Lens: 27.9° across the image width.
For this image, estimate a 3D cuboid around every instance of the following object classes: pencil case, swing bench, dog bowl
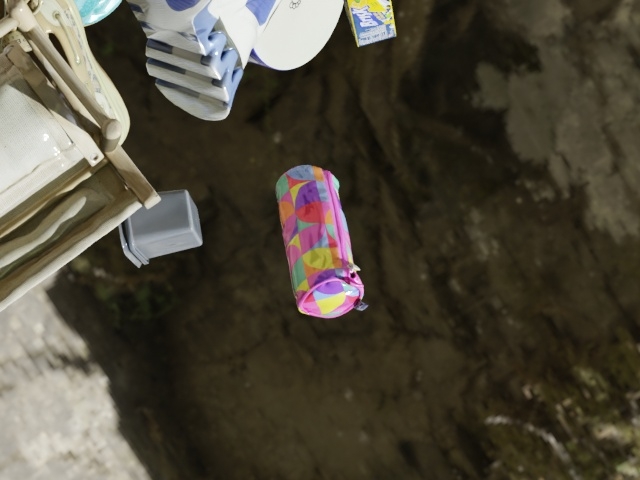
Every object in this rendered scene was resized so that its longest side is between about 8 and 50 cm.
[{"bbox_3d":[0.000,0.000,1.834,0.104,0.104,0.236,-30,-130,18],"label":"pencil case"},{"bbox_3d":[-0.316,-0.056,1.238,0.253,0.165,0.254,-37,168,-8],"label":"swing bench"},{"bbox_3d":[-0.075,-0.427,2.185,0.104,0.265,0.265,23,-134,35],"label":"dog bowl"}]

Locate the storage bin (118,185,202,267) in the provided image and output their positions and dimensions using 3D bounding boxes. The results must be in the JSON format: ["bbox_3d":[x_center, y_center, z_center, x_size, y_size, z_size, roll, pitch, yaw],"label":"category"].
[{"bbox_3d":[-0.204,-0.027,1.644,0.091,0.098,0.135,-10,169,-1],"label":"storage bin"}]

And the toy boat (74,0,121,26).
[{"bbox_3d":[-0.337,-0.281,1.639,0.318,0.148,0.267,-54,-170,9],"label":"toy boat"}]

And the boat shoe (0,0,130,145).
[{"bbox_3d":[-0.297,-0.193,1.376,0.105,0.285,0.089,-22,-148,19],"label":"boat shoe"}]

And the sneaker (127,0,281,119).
[{"bbox_3d":[-0.116,-0.290,1.353,0.315,0.127,0.182,87,28,-59],"label":"sneaker"}]

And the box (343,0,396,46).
[{"bbox_3d":[0.054,-0.306,1.575,0.054,0.059,0.169,-17,160,1],"label":"box"}]
